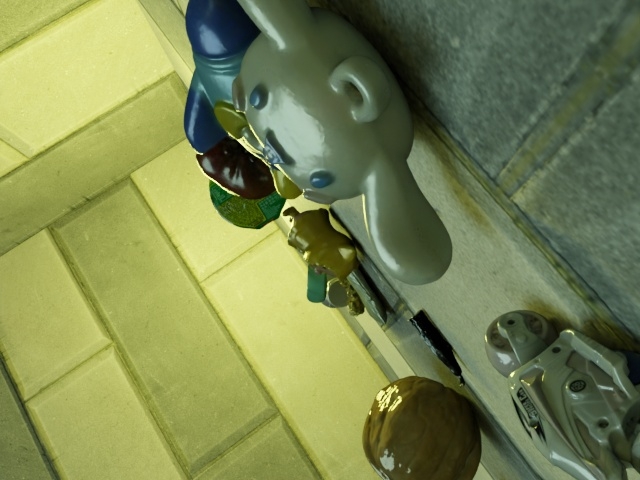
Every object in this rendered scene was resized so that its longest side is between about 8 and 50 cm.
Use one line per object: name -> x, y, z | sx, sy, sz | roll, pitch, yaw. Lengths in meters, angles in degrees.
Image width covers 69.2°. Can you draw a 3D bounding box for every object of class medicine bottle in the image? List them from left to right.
medicine bottle -> 0.043, 0.158, 1.575 | 0.135, 0.135, 0.215 | 57, 173, -12

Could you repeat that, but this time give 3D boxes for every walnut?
walnut -> 0.241, 0.474, 1.121 | 0.285, 0.285, 0.296 | 50, 167, 39

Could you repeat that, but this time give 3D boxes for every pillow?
pillow -> 0.115, 0.129, 1.299 | 0.229, 0.050, 0.148 | 56, 175, 0

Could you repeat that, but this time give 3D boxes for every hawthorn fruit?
hawthorn fruit -> -0.137, -0.190, 0.929 | 0.208, 0.208, 0.248 | 57, -175, -14

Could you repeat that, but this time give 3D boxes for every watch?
watch -> -0.011, 0.075, 1.410 | 0.237, 0.068, 0.195 | -82, -6, -63

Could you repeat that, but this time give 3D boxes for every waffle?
waffle -> 0.084, 0.129, 1.394 | 0.194, 0.051, 0.149 | 61, -165, -10

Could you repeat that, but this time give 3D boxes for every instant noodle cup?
instant noodle cup -> -0.168, -0.144, 1.267 | 0.207, 0.207, 0.232 | 56, -170, -4

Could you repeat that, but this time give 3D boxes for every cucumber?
cucumber -> 0.239, 0.212, 0.921 | 0.163, 0.043, 0.039 | 51, 131, 9

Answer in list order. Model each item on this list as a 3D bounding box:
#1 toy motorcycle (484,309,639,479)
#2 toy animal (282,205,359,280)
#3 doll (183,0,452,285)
toy motorcycle -> 0.221, 0.141, 0.389 | 0.112, 0.112, 0.254 | 58, 174, -24
toy animal -> -0.001, -0.001, 1.168 | 0.230, 0.156, 0.156 | 41, 169, 18
doll -> -0.041, -0.142, 0.509 | 0.365, 0.187, 0.376 | 26, 133, 61
